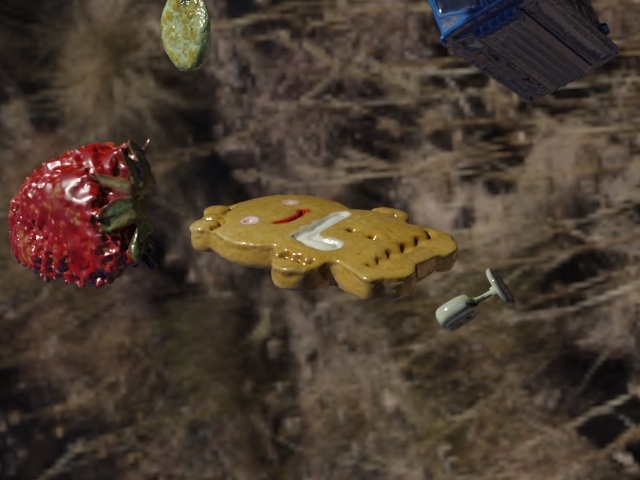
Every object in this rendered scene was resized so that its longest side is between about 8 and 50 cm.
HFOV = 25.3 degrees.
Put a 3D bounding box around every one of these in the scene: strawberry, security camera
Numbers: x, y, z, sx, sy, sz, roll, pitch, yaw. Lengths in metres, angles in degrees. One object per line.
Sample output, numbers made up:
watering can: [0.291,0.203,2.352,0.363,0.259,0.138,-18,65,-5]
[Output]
strawberry: [-0.262,-0.023,1.443,0.208,0.087,0.167,-18,59,28]
security camera: [0.186,0.081,1.746,0.092,0.058,0.058,-37,47,11]

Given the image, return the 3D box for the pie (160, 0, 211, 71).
pie: [-0.125,-0.197,1.334,0.085,0.017,0.085,15,108,55]

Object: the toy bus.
toy bus: [0.234,-0.294,1.729,0.138,0.288,0.175,-29,67,23]

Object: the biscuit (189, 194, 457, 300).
biscuit: [0.000,-0.003,1.324,0.249,0.184,0.035,16,116,35]
